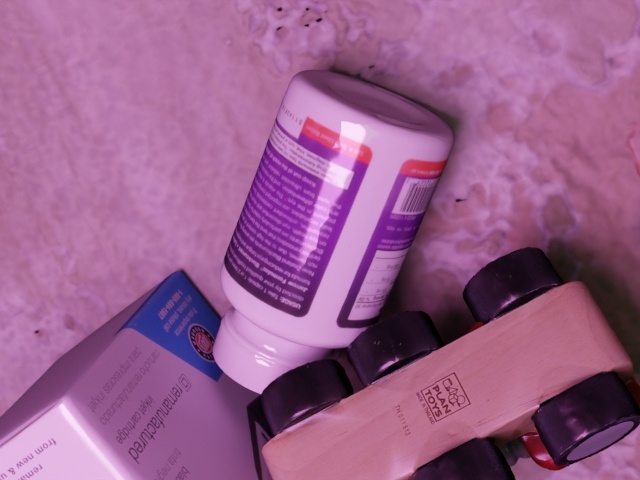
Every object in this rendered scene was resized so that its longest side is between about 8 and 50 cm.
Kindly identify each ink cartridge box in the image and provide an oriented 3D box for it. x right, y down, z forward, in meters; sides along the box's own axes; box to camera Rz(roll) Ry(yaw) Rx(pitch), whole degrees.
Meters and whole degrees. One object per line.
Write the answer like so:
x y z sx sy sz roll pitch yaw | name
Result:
-0.069 0.202 0.719 0.129 0.223 0.307 -36 98 17 | ink cartridge box

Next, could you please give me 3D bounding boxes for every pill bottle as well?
0.000 0.000 0.707 0.108 0.108 0.193 23 109 2 | pill bottle

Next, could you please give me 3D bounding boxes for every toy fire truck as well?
0.105 0.149 0.728 0.217 0.246 0.158 -29 64 4 | toy fire truck
